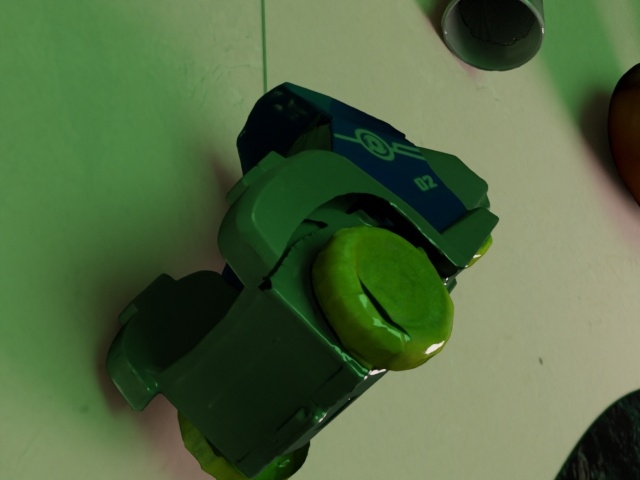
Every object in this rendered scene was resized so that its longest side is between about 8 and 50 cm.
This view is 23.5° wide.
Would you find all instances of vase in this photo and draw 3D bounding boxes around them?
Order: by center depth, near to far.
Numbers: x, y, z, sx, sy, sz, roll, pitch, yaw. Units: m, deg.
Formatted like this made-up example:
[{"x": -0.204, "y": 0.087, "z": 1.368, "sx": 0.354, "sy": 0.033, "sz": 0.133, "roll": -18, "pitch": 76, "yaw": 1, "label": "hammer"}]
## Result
[{"x": 0.181, "y": -0.268, "z": 1.484, "sx": 0.096, "sy": 0.096, "sz": 0.219, "roll": 45, "pitch": 40, "yaw": -27, "label": "vase"}]

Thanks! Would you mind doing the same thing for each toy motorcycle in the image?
[{"x": 0.000, "y": 0.000, "z": 1.053, "sx": 0.200, "sy": 0.191, "sz": 0.326, "roll": 43, "pitch": 37, "yaw": -2, "label": "toy motorcycle"}]

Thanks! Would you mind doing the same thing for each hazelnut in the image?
[{"x": 0.390, "y": -0.094, "z": 1.595, "sx": 0.208, "sy": 0.208, "sz": 0.208, "roll": 26, "pitch": 54, "yaw": -42, "label": "hazelnut"}]
